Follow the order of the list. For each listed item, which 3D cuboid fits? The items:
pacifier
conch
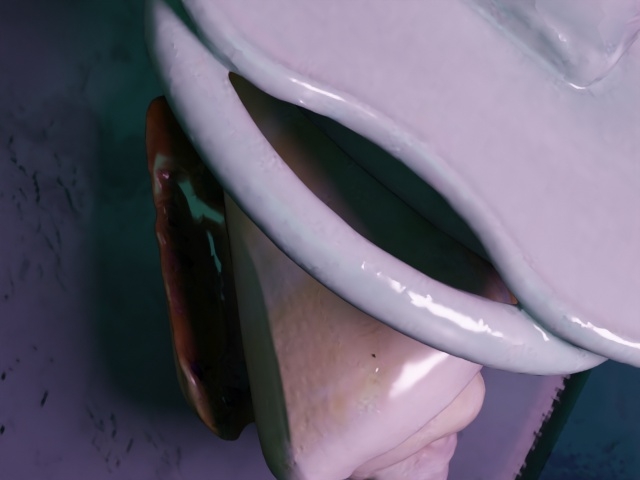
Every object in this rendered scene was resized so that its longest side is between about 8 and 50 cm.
[{"bbox_3d":[0.095,-0.105,0.698,0.343,0.288,0.269,36,141,0],"label":"pacifier"},{"bbox_3d":[0.010,0.001,0.837,0.158,0.127,0.255,-26,72,52],"label":"conch"}]
